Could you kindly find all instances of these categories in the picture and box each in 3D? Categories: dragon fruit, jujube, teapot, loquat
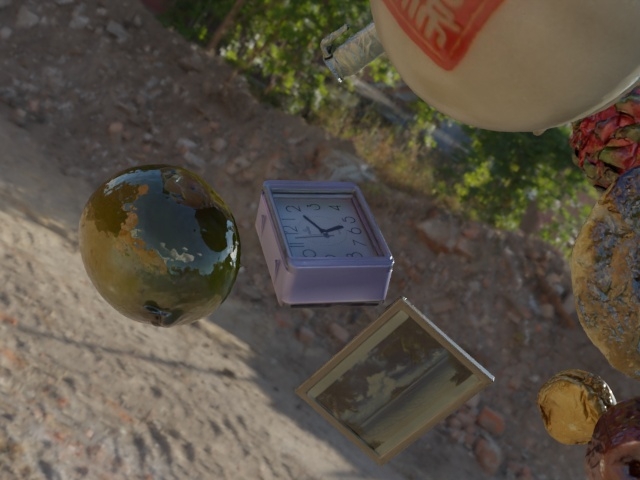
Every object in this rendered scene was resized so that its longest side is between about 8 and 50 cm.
[{"bbox_3d":[0.641,-0.178,1.610,0.237,0.231,0.302,-5,46,-48],"label":"dragon fruit"},{"bbox_3d":[0.529,0.349,1.314,0.197,0.197,0.290,37,13,26],"label":"jujube"},{"bbox_3d":[0.093,-0.449,1.825,0.107,0.200,0.077,52,8,-21],"label":"teapot"},{"bbox_3d":[-0.155,-0.002,0.781,0.152,0.152,0.195,26,35,-39],"label":"loquat"}]

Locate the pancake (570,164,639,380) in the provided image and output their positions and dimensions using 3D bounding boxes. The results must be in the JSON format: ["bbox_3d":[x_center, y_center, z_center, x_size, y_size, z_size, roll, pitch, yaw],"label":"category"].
[{"bbox_3d":[0.519,0.051,1.146,0.356,0.356,0.065,32,-2,-7],"label":"pancake"}]

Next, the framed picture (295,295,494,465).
[{"bbox_3d":[0.131,0.268,1.517,0.232,0.315,0.024,41,30,-5],"label":"framed picture"}]

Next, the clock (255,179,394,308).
[{"bbox_3d":[-0.001,0.001,1.073,0.145,0.073,0.193,0,37,-17],"label":"clock"}]

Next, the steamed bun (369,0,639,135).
[{"bbox_3d":[0.194,-0.306,0.834,0.241,0.374,0.374,15,18,-39],"label":"steamed bun"}]

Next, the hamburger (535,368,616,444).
[{"bbox_3d":[0.484,0.313,1.541,0.083,0.147,0.138,-32,96,-48],"label":"hamburger"}]
